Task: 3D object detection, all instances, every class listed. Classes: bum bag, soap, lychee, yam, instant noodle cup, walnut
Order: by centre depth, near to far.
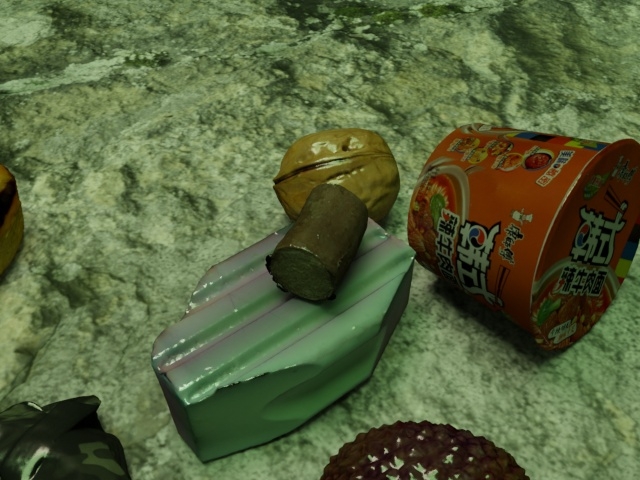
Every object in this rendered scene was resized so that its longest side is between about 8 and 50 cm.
[{"bbox_3d":[0.102,0.236,0.648,0.188,0.188,0.188,-1,42,1],"label":"lychee"},{"bbox_3d":[-0.202,0.256,0.692,0.144,0.095,0.340,-2,33,-45],"label":"bum bag"},{"bbox_3d":[0.002,-0.001,0.831,0.084,0.084,0.127,14,47,17],"label":"yam"},{"bbox_3d":[-0.036,0.094,0.863,0.324,0.109,0.193,-30,48,-29],"label":"soap"},{"bbox_3d":[0.237,-0.020,0.903,0.250,0.250,0.192,-34,41,-31],"label":"instant noodle cup"},{"bbox_3d":[0.024,-0.079,1.039,0.180,0.144,0.144,-7,41,-18],"label":"walnut"}]

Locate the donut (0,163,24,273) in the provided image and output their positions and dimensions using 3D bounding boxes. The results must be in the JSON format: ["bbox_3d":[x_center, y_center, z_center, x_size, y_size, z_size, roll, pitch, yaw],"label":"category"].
[{"bbox_3d":[-0.510,-0.015,0.996,0.254,0.118,0.253,0,39,0],"label":"donut"}]
